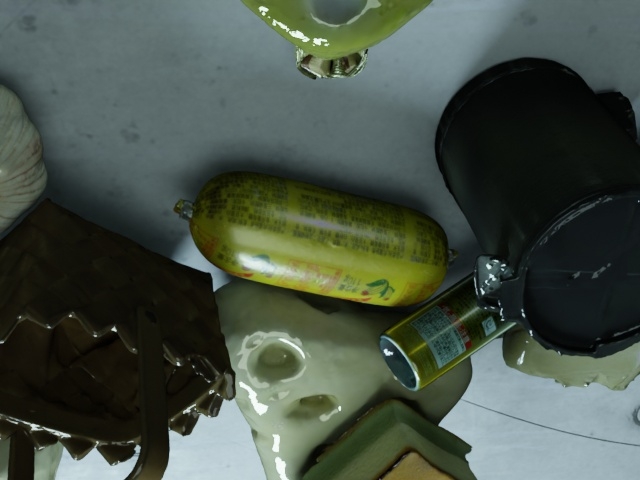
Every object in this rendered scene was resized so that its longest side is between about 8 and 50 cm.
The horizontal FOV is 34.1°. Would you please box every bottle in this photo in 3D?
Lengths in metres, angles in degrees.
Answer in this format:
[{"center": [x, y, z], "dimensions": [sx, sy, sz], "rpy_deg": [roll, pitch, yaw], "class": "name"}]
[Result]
[{"center": [0.204, 0.071, 1.249], "dimensions": [0.286, 0.082, 0.082], "rpy_deg": [-31, 126, -18], "class": "bottle"}]

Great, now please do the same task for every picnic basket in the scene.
[{"center": [-0.248, 0.156, 1.107], "dimensions": [0.291, 0.321, 0.254], "rpy_deg": [27, 128, -37], "class": "picnic basket"}]

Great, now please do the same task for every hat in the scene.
[{"center": [0.011, -0.213, 1.105], "dimensions": [0.077, 0.059, 0.076], "rpy_deg": [0, 139, -4], "class": "hat"}]

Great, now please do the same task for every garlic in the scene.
[{"center": [-0.378, -0.052, 1.039], "dimensions": [0.199, 0.226, 0.199], "rpy_deg": [-7, 129, -8], "class": "garlic"}]

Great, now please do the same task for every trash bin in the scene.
[{"center": [0.257, -0.044, 1.112], "dimensions": [0.252, 0.301, 0.203], "rpy_deg": [-15, 124, 0], "class": "trash bin"}]

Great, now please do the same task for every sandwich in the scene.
[{"center": [0.081, 0.325, 1.286], "dimensions": [0.186, 0.108, 0.220], "rpy_deg": [36, 110, -31], "class": "sandwich"}]

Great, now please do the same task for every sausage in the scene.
[{"center": [0.000, 0.000, 1.201], "dimensions": [0.347, 0.123, 0.123], "rpy_deg": [12, 120, -18], "class": "sausage"}]

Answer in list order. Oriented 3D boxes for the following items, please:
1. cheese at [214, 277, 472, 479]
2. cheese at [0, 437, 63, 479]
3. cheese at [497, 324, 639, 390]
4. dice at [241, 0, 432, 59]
[{"center": [-0.021, 0.218, 1.331], "dimensions": [0.351, 0.129, 0.328], "rpy_deg": [16, 116, -22], "class": "cheese"}, {"center": [-0.426, 0.288, 1.285], "dimensions": [0.251, 0.173, 0.247], "rpy_deg": [23, 117, -17], "class": "cheese"}, {"center": [0.325, 0.115, 1.356], "dimensions": [0.203, 0.091, 0.175], "rpy_deg": [4, 122, -11], "class": "cheese"}, {"center": [0.010, -0.324, 0.934], "dimensions": [0.238, 0.226, 0.233], "rpy_deg": [-42, 118, 18], "class": "dice"}]
